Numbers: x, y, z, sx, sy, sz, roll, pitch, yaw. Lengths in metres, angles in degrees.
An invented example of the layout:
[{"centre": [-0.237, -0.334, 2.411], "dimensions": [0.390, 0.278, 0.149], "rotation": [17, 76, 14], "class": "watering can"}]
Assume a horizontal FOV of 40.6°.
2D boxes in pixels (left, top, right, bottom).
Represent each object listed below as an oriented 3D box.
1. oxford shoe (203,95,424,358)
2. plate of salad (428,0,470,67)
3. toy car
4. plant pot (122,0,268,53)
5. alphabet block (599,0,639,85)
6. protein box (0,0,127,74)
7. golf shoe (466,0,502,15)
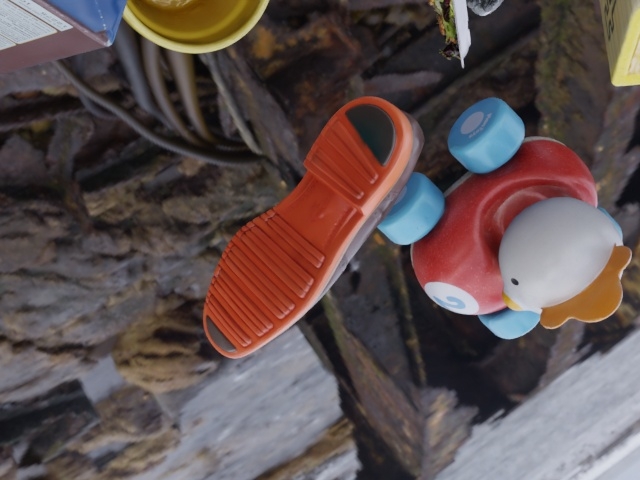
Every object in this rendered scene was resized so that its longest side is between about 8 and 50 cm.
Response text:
[{"centre": [0.000, 0.000, 0.764], "dimensions": [0.271, 0.097, 0.098], "rotation": [-49, 158, 17], "class": "oxford shoe"}, {"centre": [0.163, -0.322, 1.122], "dimensions": [0.048, 0.199, 0.200], "rotation": [-7, 159, 10], "class": "plate of salad"}, {"centre": [0.202, 0.019, 0.837], "dimensions": [0.210, 0.238, 0.219], "rotation": [-44, 115, 11], "class": "toy car"}, {"centre": [-0.225, -0.439, 1.382], "dimensions": [0.254, 0.239, 0.254], "rotation": [-6, 110, -17], "class": "plant pot"}, {"centre": [0.485, -0.344, 1.157], "dimensions": [0.192, 0.197, 0.193], "rotation": [-5, 158, 9], "class": "alphabet block"}, {"centre": [-0.215, -0.225, 0.546], "dimensions": [0.201, 0.199, 0.136], "rotation": [-1, 158, 40], "class": "protein box"}, {"centre": [0.294, -0.459, 1.402], "dimensions": [0.198, 0.077, 0.094], "rotation": [-62, 165, 7], "class": "golf shoe"}]
